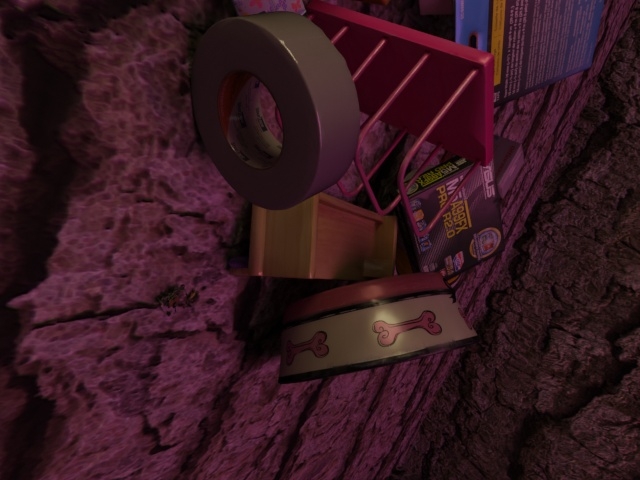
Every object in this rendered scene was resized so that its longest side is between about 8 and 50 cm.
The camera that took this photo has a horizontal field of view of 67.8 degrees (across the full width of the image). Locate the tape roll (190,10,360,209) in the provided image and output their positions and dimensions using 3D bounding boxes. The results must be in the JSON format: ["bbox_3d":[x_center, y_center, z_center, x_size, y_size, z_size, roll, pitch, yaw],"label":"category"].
[{"bbox_3d":[-0.059,-0.150,0.568,0.072,0.219,0.219,-32,140,-40],"label":"tape roll"}]

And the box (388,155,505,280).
[{"bbox_3d":[0.285,-0.041,1.045,0.216,0.060,0.270,-26,126,-4],"label":"box"}]

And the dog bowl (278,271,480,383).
[{"bbox_3d":[0.102,0.177,0.979,0.408,0.407,0.151,9,65,-59],"label":"dog bowl"}]

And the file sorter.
[{"bbox_3d":[0.067,-0.167,0.680,0.182,0.290,0.202,-51,149,-10],"label":"file sorter"}]

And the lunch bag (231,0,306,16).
[{"bbox_3d":[-0.067,-0.296,0.597,0.083,0.053,0.071,-43,146,-11],"label":"lunch bag"}]

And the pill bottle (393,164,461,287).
[{"bbox_3d":[0.283,-0.023,1.229,0.188,0.187,0.334,-45,147,-24],"label":"pill bottle"}]

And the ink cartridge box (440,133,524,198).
[{"bbox_3d":[0.454,-0.219,1.327,0.128,0.176,0.127,-60,150,1],"label":"ink cartridge box"}]

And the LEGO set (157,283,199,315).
[{"bbox_3d":[-0.224,0.089,0.733,0.054,0.023,0.083,-53,163,-8],"label":"LEGO set"}]

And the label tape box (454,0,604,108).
[{"bbox_3d":[0.352,-0.389,0.873,0.333,0.106,0.241,-24,132,-12],"label":"label tape box"}]

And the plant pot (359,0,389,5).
[{"bbox_3d":[0.065,-0.402,0.681,0.083,0.081,0.082,21,98,-54],"label":"plant pot"}]

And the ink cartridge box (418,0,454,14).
[{"bbox_3d":[0.162,-0.476,0.652,0.332,0.065,0.166,26,71,-74],"label":"ink cartridge box"}]

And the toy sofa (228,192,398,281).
[{"bbox_3d":[0.000,0.000,0.895,0.362,0.177,0.150,11,82,-59],"label":"toy sofa"}]
